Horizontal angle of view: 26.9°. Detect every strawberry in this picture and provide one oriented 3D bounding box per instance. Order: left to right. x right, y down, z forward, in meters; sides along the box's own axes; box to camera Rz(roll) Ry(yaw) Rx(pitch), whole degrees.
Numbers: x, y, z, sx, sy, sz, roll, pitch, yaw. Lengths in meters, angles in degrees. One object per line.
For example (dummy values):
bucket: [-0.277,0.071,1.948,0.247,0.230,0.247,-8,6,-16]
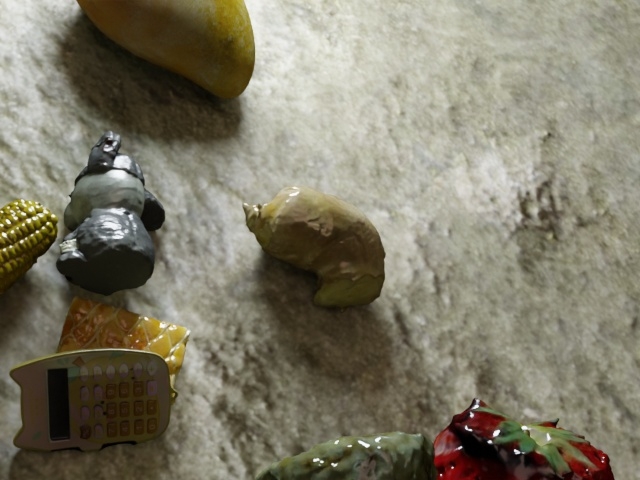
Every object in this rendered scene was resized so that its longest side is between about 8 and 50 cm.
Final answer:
strawberry: [0.281,0.408,1.986,0.291,0.310,0.292,16,25,-8]

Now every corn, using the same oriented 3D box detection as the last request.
corn: [-0.525,0.065,1.915,0.120,0.120,0.363,47,60,6]

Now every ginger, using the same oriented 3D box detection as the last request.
ginger: [0.000,0.000,2.137,0.267,0.138,0.152,39,63,-4]

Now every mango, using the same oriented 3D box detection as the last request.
mango: [-0.255,-0.391,2.211,0.384,0.199,0.221,45,50,-9]

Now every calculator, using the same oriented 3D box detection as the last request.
calculator: [-0.321,0.226,1.908,0.236,0.033,0.157,-2,106,-13]

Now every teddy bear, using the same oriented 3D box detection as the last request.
teddy bear: [-0.317,-0.024,2.042,0.171,0.144,0.251,42,32,-38]

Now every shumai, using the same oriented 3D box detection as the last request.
shumai: [0.062,0.439,1.824,0.291,0.330,0.289,10,50,-32]

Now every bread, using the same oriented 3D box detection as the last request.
bread: [-0.296,0.166,1.978,0.188,0.068,0.126,17,60,-12]
